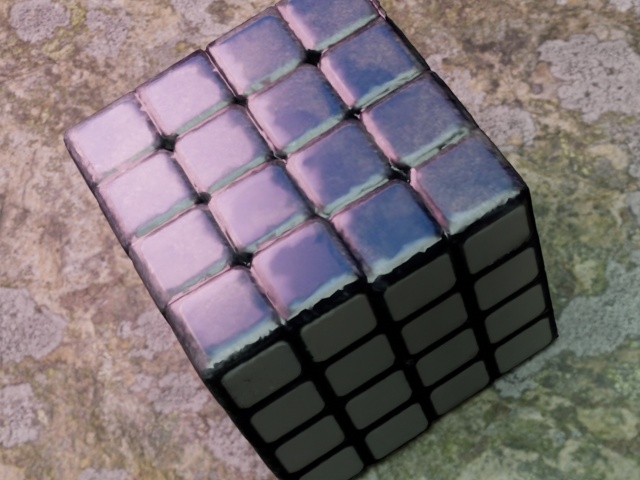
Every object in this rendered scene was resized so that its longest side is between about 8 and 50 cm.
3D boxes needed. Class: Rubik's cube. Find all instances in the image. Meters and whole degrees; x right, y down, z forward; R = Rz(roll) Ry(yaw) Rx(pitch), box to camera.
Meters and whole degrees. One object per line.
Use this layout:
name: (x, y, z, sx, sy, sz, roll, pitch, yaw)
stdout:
Rubik's cube: (0.000, 0.000, 1.430, 0.337, 0.344, 0.344, -31, 57, -3)
